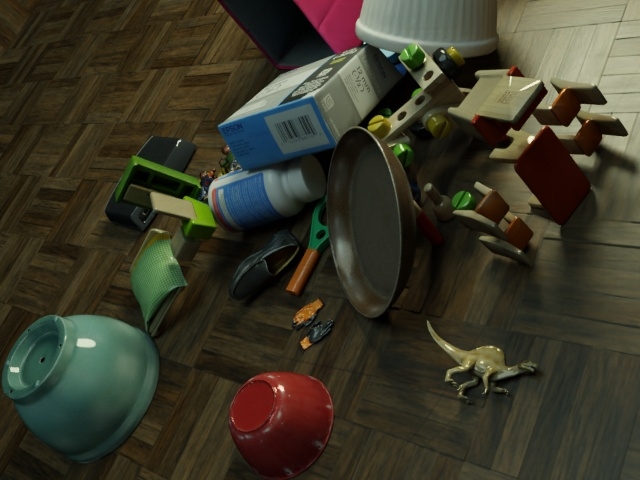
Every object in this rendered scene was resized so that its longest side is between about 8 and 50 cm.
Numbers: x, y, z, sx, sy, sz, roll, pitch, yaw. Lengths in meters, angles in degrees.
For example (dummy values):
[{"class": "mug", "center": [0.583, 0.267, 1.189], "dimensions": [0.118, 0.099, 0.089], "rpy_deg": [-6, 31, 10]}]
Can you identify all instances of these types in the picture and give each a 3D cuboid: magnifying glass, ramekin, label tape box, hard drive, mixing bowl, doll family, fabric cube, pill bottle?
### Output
[{"class": "magnifying glass", "center": [0.000, 0.000, 1.375], "dimensions": [0.092, 0.026, 0.231], "rpy_deg": [12, 65, 43]}, {"class": "ramekin", "center": [0.204, -0.437, 1.358], "dimensions": [0.273, 0.127, 0.273], "rpy_deg": [3, 28, -2]}, {"class": "label tape box", "center": [0.000, -0.287, 1.425], "dimensions": [0.249, 0.115, 0.347], "rpy_deg": [-9, 32, 41]}, {"class": "hard drive", "center": [-0.429, -0.151, 1.807], "dimensions": [0.172, 0.054, 0.255], "rpy_deg": [13, 68, 44]}, {"class": "mixing bowl", "center": [-0.080, 0.282, 1.168], "dimensions": [0.181, 0.098, 0.181], "rpy_deg": [-21, 49, 26]}, {"class": "doll family", "center": [-0.231, -0.133, 1.623], "dimensions": [0.193, 0.076, 0.111], "rpy_deg": [-40, 47, 12]}, {"class": "fabric cube", "center": [-0.030, -0.571, 1.656], "dimensions": [0.254, 0.259, 0.258], "rpy_deg": [16, 69, 45]}, {"class": "pill bottle", "center": [-0.105, -0.098, 1.456], "dimensions": [0.221, 0.124, 0.124], "rpy_deg": [-15, 51, 30]}]

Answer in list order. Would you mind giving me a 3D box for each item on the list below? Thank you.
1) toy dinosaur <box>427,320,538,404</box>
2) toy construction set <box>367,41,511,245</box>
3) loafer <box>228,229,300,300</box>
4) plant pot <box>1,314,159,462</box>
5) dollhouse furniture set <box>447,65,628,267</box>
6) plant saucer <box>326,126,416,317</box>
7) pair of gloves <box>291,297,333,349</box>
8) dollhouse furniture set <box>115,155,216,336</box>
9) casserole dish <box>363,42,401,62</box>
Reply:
[{"class": "toy dinosaur", "center": [0.220, 0.184, 1.049], "dimensions": [0.183, 0.053, 0.092], "rpy_deg": [15, 54, 36]}, {"class": "toy construction set", "center": [0.166, -0.180, 1.217], "dimensions": [0.257, 0.237, 0.309], "rpy_deg": [-15, 51, 30]}, {"class": "loafer", "center": [-0.107, 0.051, 1.383], "dimensions": [0.170, 0.062, 0.061], "rpy_deg": [-48, 27, -1]}, {"class": "plant pot", "center": [-0.494, 0.265, 1.440], "dimensions": [0.293, 0.196, 0.293], "rpy_deg": [-21, 48, 25]}, {"class": "dollhouse furniture set", "center": [0.310, -0.124, 1.045], "dimensions": [0.262, 0.259, 0.135], "rpy_deg": [-53, 33, -5]}, {"class": "plant saucer", "center": [0.083, -0.030, 1.188], "dimensions": [0.050, 0.310, 0.310], "rpy_deg": [-5, 41, -18]}, {"class": "pair of gloves", "center": [-0.015, 0.146, 1.283], "dimensions": [0.074, 0.010, 0.083], "rpy_deg": [-39, 43, 8]}, {"class": "dollhouse furniture set", "center": [-0.358, 0.019, 1.475], "dimensions": [0.301, 0.151, 0.197], "rpy_deg": [-57, 36, 25]}, {"class": "casserole dish", "center": [0.167, -0.450, 1.571], "dimensions": [0.114, 0.037, 0.188], "rpy_deg": [24, 77, 46]}]
